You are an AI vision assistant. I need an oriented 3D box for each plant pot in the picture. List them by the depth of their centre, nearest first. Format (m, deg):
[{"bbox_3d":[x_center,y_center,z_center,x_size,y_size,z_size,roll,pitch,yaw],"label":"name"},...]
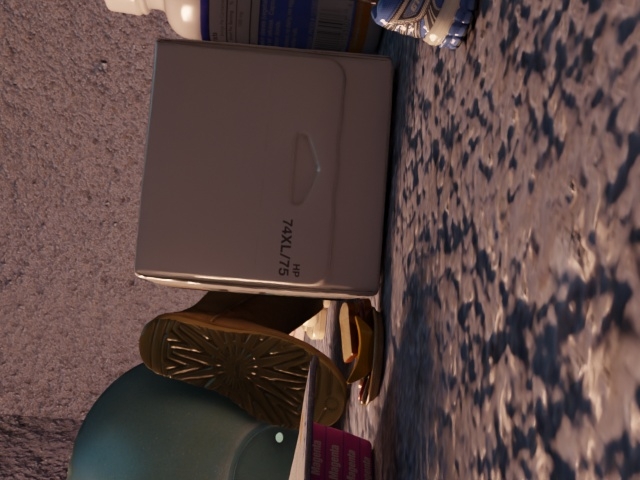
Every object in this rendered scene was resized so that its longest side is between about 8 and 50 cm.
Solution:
[{"bbox_3d":[-0.102,0.263,0.931,0.195,0.290,0.290,-16,65,49],"label":"plant pot"}]

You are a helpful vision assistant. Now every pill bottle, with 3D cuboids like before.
[{"bbox_3d":[-0.072,-0.273,0.844,0.152,0.272,0.152,-174,90,-86],"label":"pill bottle"}]

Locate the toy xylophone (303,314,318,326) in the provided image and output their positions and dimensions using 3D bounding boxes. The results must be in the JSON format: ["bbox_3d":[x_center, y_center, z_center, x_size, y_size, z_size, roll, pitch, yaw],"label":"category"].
[{"bbox_3d":[-0.029,-0.035,1.151,0.236,0.081,0.322,-96,14,-46],"label":"toy xylophone"}]

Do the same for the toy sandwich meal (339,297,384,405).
[{"bbox_3d":[0.030,0.086,0.655,0.085,0.029,0.085,-175,90,-87],"label":"toy sandwich meal"}]

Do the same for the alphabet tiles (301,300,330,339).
[{"bbox_3d":[0.000,0.000,1.267,0.278,0.021,0.283,-161,76,-80],"label":"alphabet tiles"}]

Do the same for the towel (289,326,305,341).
[{"bbox_3d":[-0.058,0.117,1.881,0.331,0.054,0.316,-88,4,-49],"label":"towel"}]

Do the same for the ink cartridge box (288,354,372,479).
[{"bbox_3d":[-0.002,0.305,0.559,0.324,0.072,0.330,-88,8,-50],"label":"ink cartridge box"}]

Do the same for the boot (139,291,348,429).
[{"bbox_3d":[-0.047,0.100,0.964,0.269,0.236,0.089,-30,-41,-69],"label":"boot"}]

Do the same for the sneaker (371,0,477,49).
[{"bbox_3d":[0.053,-0.167,0.421,0.052,0.058,0.135,-138,54,-86],"label":"sneaker"}]

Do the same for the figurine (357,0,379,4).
[{"bbox_3d":[0.052,-0.302,0.540,0.209,0.093,0.214,115,162,-56],"label":"figurine"}]

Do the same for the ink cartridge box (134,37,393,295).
[{"bbox_3d":[-0.051,-0.048,0.792,0.270,0.197,0.198,130,145,-83],"label":"ink cartridge box"}]
